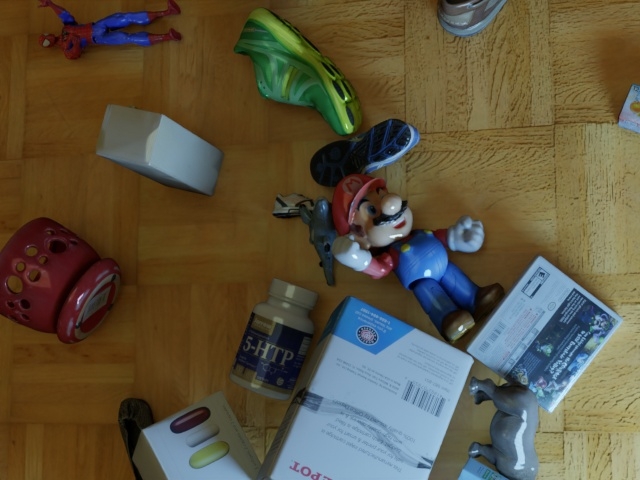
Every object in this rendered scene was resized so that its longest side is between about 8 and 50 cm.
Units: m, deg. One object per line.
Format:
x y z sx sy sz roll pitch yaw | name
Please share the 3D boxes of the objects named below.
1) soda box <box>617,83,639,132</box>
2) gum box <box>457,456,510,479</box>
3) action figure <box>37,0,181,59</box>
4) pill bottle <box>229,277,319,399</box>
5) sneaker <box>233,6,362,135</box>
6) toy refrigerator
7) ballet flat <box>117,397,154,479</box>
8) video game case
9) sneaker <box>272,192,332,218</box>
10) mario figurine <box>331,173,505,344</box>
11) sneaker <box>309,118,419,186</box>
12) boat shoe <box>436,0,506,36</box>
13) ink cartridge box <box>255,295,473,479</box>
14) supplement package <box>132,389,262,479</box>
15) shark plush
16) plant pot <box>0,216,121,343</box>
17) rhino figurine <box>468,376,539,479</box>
0.568 -0.186 1.561 0.183 0.058 0.063 23 89 17 | soda box
0.279 0.447 1.525 0.184 0.041 0.157 28 118 17 | gum box
-0.414 -0.401 1.829 0.280 0.139 0.092 -7 79 17 | action figure
-0.072 0.163 1.662 0.112 0.112 0.187 19 87 17 | pill bottle
-0.038 -0.279 1.731 0.295 0.109 0.123 48 110 20 | sneaker
-0.265 -0.153 1.678 0.102 0.269 0.094 13 86 18 | toy refrigerator
-0.297 0.392 1.719 0.084 0.058 0.250 -24 76 12 | ballet flat
0.353 0.148 1.562 0.173 0.022 0.190 37 93 -4 | video game case
-0.031 -0.064 1.720 0.109 0.040 0.044 0 71 11 | sneaker
0.147 0.007 1.585 0.320 0.198 0.170 44 112 12 | mario figurine
0.077 -0.144 1.686 0.211 0.081 0.080 -18 85 31 | sneaker
0.311 -0.488 1.645 0.123 0.116 0.324 36 93 17 | boat shoe
0.067 0.277 1.516 0.223 0.129 0.308 27 68 -4 | ink cartridge box
-0.176 0.409 1.585 0.145 0.204 0.262 -25 74 -24 | supplement package
0.000 0.000 1.672 0.073 0.067 0.161 2 108 -12 | shark plush
-0.463 0.080 1.746 0.174 0.191 0.191 30 91 10 | plant pot
0.289 0.332 1.548 0.106 0.073 0.243 2 99 21 | rhino figurine
